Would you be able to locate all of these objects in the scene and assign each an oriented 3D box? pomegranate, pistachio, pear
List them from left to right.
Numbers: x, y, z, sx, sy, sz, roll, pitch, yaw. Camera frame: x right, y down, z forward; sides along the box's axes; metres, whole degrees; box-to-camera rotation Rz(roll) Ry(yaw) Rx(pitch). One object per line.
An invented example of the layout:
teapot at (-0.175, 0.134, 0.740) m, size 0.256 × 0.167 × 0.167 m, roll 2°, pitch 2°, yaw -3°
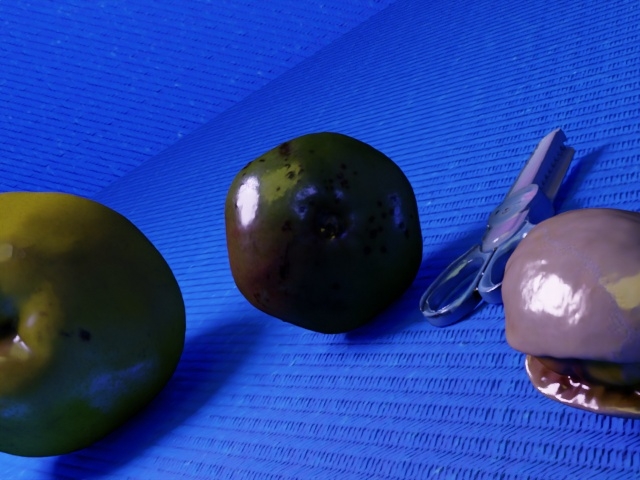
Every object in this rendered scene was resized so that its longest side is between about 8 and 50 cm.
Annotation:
pear at (-0.278, 0.082, 1.668) m, size 0.294 × 0.294 × 0.294 m, roll -34°, pitch 13°, yaw 9°
pomegranate at (0.000, 0.000, 1.488) m, size 0.181 × 0.181 × 0.224 m, roll -38°, pitch -8°, yaw -12°
pistachio at (0.185, 0.036, 0.975) m, size 0.145 × 0.117 × 0.200 m, roll -34°, pitch 13°, yaw -14°

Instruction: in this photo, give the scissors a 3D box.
scissors at (0.167, -0.019, 1.397) m, size 0.125 × 0.030 × 0.256 m, roll -26°, pitch 19°, yaw 38°
